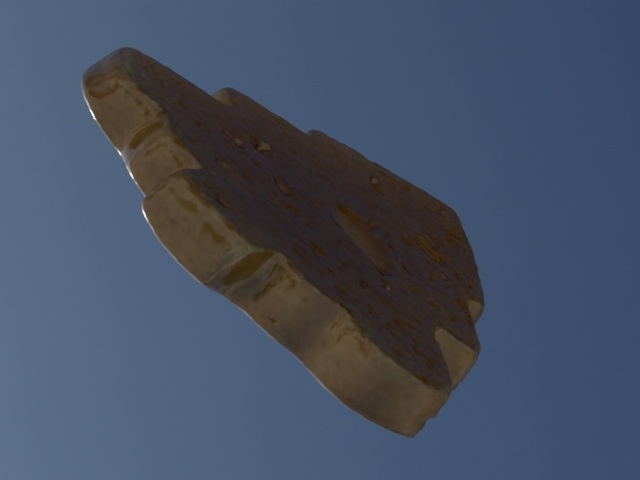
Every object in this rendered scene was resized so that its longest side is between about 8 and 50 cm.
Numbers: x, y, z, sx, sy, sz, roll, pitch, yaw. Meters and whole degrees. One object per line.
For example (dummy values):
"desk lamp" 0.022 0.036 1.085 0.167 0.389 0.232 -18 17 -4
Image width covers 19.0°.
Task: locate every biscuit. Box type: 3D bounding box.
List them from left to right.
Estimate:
"biscuit" 0.000 0.000 0.834 0.212 0.238 0.041 46 -71 20
